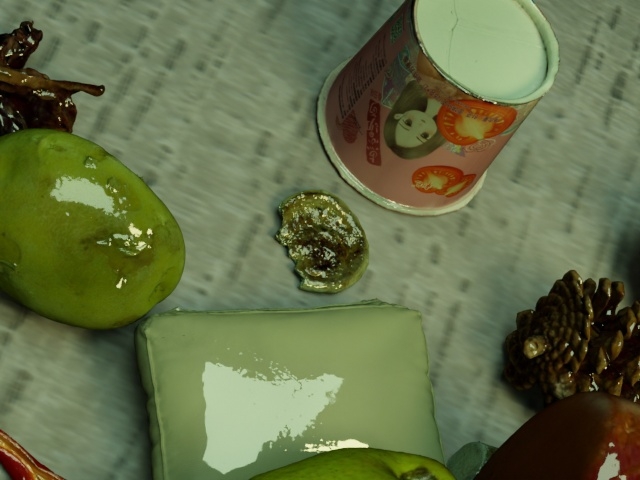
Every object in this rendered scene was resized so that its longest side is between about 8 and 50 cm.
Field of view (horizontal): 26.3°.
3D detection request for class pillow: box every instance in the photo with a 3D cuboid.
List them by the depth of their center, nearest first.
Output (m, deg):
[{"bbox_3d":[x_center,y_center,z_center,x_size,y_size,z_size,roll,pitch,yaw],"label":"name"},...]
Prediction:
[{"bbox_3d":[-0.026,0.185,1.431,0.322,0.120,0.255,-1,72,-23],"label":"pillow"}]

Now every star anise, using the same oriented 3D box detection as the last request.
[{"bbox_3d":[-0.366,-0.167,1.474,0.190,0.126,0.220,37,58,2],"label":"star anise"}]

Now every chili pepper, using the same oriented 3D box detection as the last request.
[{"bbox_3d":[-0.279,0.240,1.352,0.178,0.027,0.045,43,51,2],"label":"chili pepper"}]

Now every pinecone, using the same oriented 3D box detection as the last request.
[{"bbox_3d":[0.329,0.143,1.583,0.212,0.185,0.168,39,79,-18],"label":"pinecone"}]

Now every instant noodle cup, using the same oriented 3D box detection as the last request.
[{"bbox_3d":[0.148,-0.186,1.643,0.243,0.231,0.243,11,60,-20],"label":"instant noodle cup"}]

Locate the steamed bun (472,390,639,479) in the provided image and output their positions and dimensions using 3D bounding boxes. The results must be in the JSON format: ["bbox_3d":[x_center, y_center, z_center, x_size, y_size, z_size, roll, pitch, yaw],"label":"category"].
[{"bbox_3d":[0.254,0.318,1.367,0.235,0.379,0.248,28,25,-8],"label":"steamed bun"}]

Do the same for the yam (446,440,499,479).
[{"bbox_3d":[0.228,0.280,1.526,0.179,0.078,0.078,24,57,-10],"label":"yam"}]

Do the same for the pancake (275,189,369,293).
[{"bbox_3d":[0.005,-0.001,1.608,0.116,0.022,0.129,-19,77,-30],"label":"pancake"}]

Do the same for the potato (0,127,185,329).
[{"bbox_3d":[-0.259,-0.010,1.400,0.253,0.186,0.148,19,32,-8],"label":"potato"}]

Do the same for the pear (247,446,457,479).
[{"bbox_3d":[0.013,0.292,1.292,0.292,0.292,0.159,-5,28,-26],"label":"pear"}]
